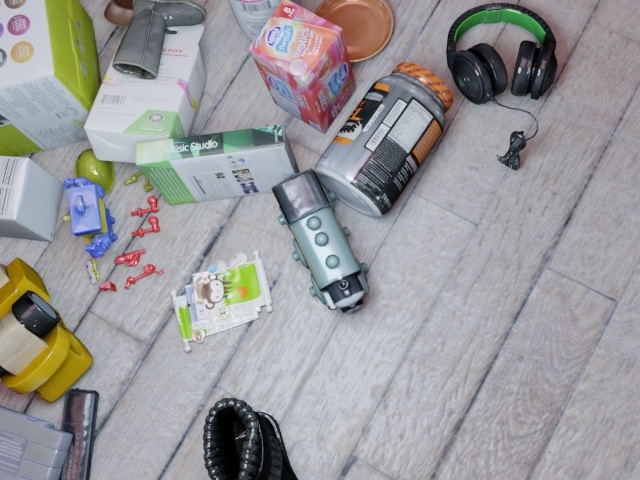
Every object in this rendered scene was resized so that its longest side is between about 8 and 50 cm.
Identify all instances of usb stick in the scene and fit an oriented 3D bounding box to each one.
[{"bbox_3d":[-0.533,0.461,1.786,0.077,0.045,0.278,2,75,3],"label":"usb stick"}]

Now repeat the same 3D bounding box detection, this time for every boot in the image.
[{"bbox_3d":[-0.117,0.484,1.614,0.131,0.260,0.348,-26,73,-1],"label":"boot"},{"bbox_3d":[-0.367,-0.463,1.885,0.189,0.076,0.209,5,58,-3],"label":"boot"}]

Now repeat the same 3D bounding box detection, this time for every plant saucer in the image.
[{"bbox_3d":[-0.433,-0.580,2.013,0.198,0.036,0.199,-1,40,1],"label":"plant saucer"},{"bbox_3d":[0.078,-0.515,1.985,0.199,0.037,0.200,-2,73,6],"label":"plant saucer"}]

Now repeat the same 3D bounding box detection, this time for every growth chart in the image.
[{"bbox_3d":[-0.223,0.129,1.853,0.237,0.021,0.172,-24,72,-1],"label":"growth chart"}]

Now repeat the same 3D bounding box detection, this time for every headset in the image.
[{"bbox_3d":[0.418,-0.363,1.872,0.243,0.185,0.395,-5,59,2],"label":"headset"}]

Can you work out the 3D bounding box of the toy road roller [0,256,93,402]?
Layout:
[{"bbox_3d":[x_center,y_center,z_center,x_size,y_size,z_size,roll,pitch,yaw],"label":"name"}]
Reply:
[{"bbox_3d":[-0.651,0.215,1.817,0.202,0.241,0.329,-44,37,-6],"label":"toy road roller"}]

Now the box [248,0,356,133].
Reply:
[{"bbox_3d":[-0.033,-0.379,1.824,0.154,0.300,0.142,32,82,15],"label":"box"}]

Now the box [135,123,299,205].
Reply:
[{"bbox_3d":[-0.219,-0.164,1.823,0.321,0.232,0.059,-8,69,4],"label":"box"}]

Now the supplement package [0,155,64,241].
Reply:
[{"bbox_3d":[-0.736,-0.099,1.889,0.203,0.194,0.149,6,76,8],"label":"supplement package"}]

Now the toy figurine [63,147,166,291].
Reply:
[{"bbox_3d":[-0.486,-0.084,1.843,0.191,0.217,0.363,-11,74,4],"label":"toy figurine"}]

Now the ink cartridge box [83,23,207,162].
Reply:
[{"bbox_3d":[-0.394,-0.352,1.929,0.207,0.119,0.354,6,58,9],"label":"ink cartridge box"}]

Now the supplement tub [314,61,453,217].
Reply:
[{"bbox_3d":[0.146,-0.224,1.815,0.193,0.193,0.316,33,80,14],"label":"supplement tub"}]

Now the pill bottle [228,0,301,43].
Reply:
[{"bbox_3d":[-0.130,-0.557,1.894,0.160,0.283,0.161,-2,74,6],"label":"pill bottle"}]

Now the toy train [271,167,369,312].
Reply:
[{"bbox_3d":[0.000,0.000,1.756,0.142,0.190,0.334,-24,83,0],"label":"toy train"}]

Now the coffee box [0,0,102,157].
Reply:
[{"bbox_3d":[-0.720,-0.419,1.901,0.334,0.338,0.338,-13,74,3],"label":"coffee box"}]

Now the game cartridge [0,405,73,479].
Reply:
[{"bbox_3d":[-0.725,0.475,1.783,0.354,0.068,0.230,13,74,18],"label":"game cartridge"}]
